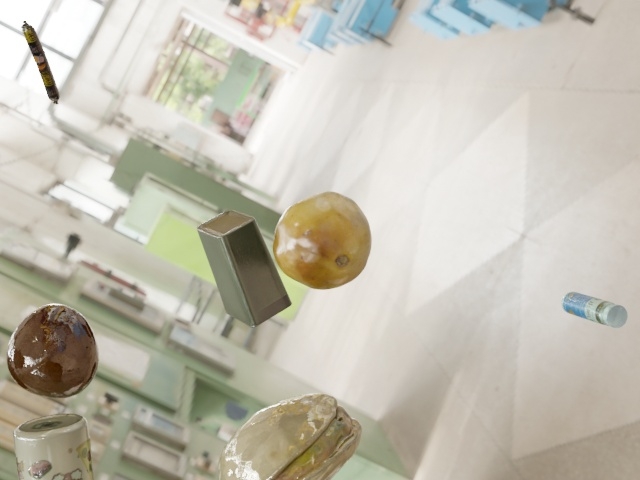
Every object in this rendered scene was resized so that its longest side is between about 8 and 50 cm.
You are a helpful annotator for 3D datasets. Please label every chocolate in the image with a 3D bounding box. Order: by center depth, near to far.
[{"bbox_3d":[-0.483,0.198,1.716,0.177,0.176,0.177,-60,10,18],"label":"chocolate"}]

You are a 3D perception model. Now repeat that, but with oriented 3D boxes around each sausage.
[{"bbox_3d":[-0.536,-0.339,1.816,0.198,0.028,0.025,83,162,-47],"label":"sausage"}]

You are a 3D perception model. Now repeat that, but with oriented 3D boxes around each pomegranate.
[{"bbox_3d":[0.004,0.004,2.081,0.233,0.233,0.233,-60,10,18],"label":"pomegranate"}]

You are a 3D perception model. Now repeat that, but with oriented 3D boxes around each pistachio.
[{"bbox_3d":[-0.081,0.538,2.297,0.445,0.281,0.365,-42,-1,39],"label":"pistachio"}]

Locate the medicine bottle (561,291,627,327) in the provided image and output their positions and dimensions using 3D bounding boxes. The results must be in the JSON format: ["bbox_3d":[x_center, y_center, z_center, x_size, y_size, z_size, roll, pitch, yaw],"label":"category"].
[{"bbox_3d":[0.564,0.142,1.952,0.051,0.051,0.191,-63,13,-2],"label":"medicine bottle"}]

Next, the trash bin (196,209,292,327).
[{"bbox_3d":[-0.189,0.062,2.262,0.122,0.241,0.164,-29,22,-23],"label":"trash bin"}]

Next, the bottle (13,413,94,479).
[{"bbox_3d":[-0.414,0.412,1.502,0.120,0.120,0.253,-158,60,-81],"label":"bottle"}]
